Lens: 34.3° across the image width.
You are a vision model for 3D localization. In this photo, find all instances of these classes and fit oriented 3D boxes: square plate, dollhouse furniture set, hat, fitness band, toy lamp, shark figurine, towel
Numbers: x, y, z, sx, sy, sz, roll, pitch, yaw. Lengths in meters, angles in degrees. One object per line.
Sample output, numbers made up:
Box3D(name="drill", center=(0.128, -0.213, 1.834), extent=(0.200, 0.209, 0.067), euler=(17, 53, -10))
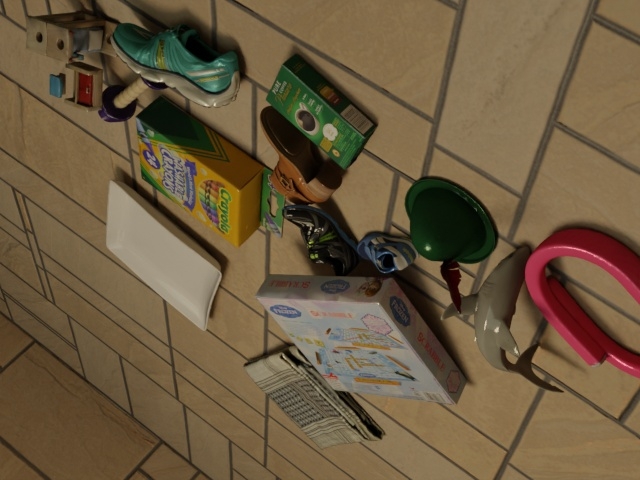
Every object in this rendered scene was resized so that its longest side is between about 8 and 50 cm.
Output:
Box3D(name="square plate", center=(-0.376, 0.034, 2.499), extent=(0.347, 0.049, 0.344), euler=(39, 150, 9))
Box3D(name="dollhouse furniture set", center=(-0.473, -0.333, 1.993), extent=(0.129, 0.129, 0.184), euler=(23, 118, 34))
Box3D(name="hat", center=(0.164, 0.019, 1.652), extent=(0.173, 0.183, 0.208), euler=(47, 151, -3))
Box3D(name="fitness band", center=(0.434, 0.105, 1.557), extent=(0.291, 0.054, 0.209), euler=(47, 151, -6))
Box3D(name="toy lamp", center=(-0.370, -0.292, 2.042), extent=(0.080, 0.080, 0.274), euler=(52, 148, -14))
Box3D(name="shark figurine", center=(0.301, 0.163, 1.662), extent=(0.116, 0.166, 0.278), euler=(46, 159, 52))
Box3D(name="towel", center=(-0.028, 0.390, 2.515), extent=(0.312, 0.056, 0.324), euler=(48, 150, -7))

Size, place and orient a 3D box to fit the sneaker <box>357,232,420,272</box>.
Box3D(name="sneaker", center=(0.110, 0.024, 1.856), extent=(0.144, 0.059, 0.053), euler=(3, 133, 51))

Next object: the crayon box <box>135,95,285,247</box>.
Box3D(name="crayon box", center=(-0.221, -0.122, 2.064), extent=(0.323, 0.083, 0.203), euler=(34, 150, 17))

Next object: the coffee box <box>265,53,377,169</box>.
Box3D(name="coffee box", center=(0.000, -0.212, 1.709), extent=(0.184, 0.040, 0.113), euler=(41, 151, 5))

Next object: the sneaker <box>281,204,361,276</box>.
Box3D(name="sneaker", center=(0.000, 0.000, 1.917), extent=(0.188, 0.078, 0.067), euler=(44, 154, -25))

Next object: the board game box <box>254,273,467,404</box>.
Box3D(name="board game box", center=(0.079, 0.191, 2.020), extent=(0.318, 0.066, 0.318), euler=(0, 139, 41))

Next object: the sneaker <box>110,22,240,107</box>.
Box3D(name="sneaker", center=(-0.251, -0.335, 1.839), extent=(0.275, 0.107, 0.110), euler=(26, 127, 21))

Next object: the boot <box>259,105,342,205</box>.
Box3D(name="boot", center=(-0.060, -0.140, 1.850), extent=(0.197, 0.073, 0.152), euler=(51, 155, -6))
